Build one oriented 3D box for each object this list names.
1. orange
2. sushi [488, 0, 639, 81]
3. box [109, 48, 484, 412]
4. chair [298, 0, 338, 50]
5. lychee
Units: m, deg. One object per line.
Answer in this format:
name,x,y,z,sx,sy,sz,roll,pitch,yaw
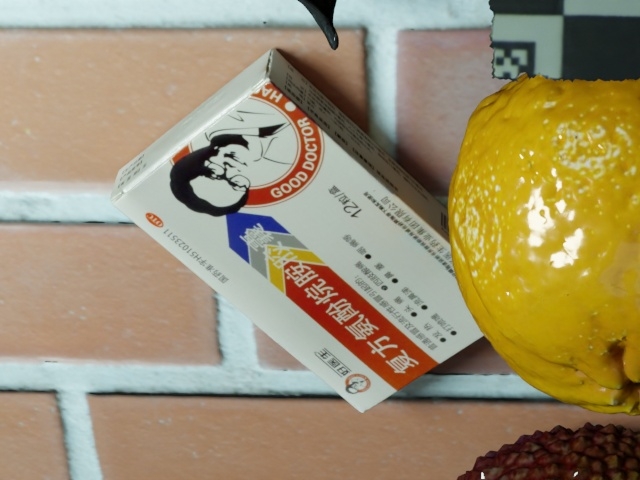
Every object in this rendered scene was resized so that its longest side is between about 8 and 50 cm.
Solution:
orange,0.273,-0.002,1.539,0.340,0.293,0.340,4,149,2
sushi,0.319,-0.268,1.461,0.373,0.100,0.296,-1,90,3
box,0.000,0.000,1.733,0.214,0.069,0.353,-35,115,28
chair,-0.020,-0.282,1.473,0.145,0.140,0.221,-34,119,28
lychee,0.254,0.304,1.842,0.271,0.271,0.271,3,127,4
